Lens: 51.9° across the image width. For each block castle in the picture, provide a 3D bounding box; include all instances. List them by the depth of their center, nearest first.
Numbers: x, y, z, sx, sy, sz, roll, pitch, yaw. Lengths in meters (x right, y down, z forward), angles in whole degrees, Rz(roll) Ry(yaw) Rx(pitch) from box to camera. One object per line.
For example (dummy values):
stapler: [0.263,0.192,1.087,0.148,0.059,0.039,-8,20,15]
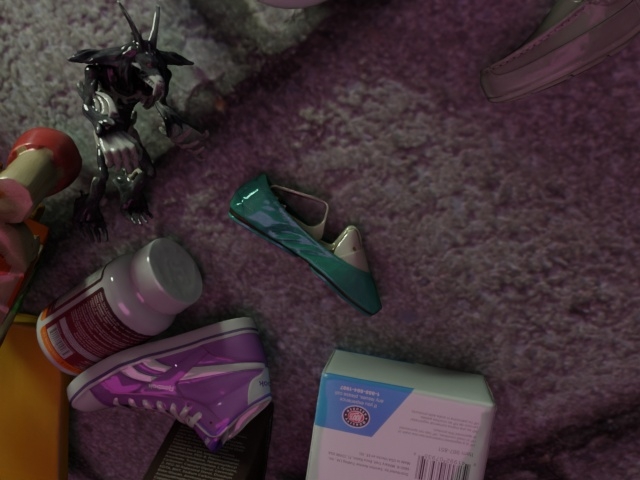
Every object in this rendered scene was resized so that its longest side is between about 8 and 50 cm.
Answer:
block castle: [-0.527,0.013,0.843,0.303,0.213,0.453,27,110,-16]

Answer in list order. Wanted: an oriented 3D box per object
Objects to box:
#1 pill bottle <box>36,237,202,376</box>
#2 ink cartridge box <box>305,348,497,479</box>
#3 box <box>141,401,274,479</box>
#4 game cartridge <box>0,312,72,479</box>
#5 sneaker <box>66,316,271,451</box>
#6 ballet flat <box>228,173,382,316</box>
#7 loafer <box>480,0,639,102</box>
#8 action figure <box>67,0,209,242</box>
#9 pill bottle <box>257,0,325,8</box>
pill bottle: [-0.278,0.093,0.917,0.221,0.121,0.121,-31,104,22]
ink cartridge box: [0.096,0.328,0.898,0.223,0.129,0.307,9,97,6]
box: [-0.176,0.393,0.885,0.143,0.381,0.191,10,116,4]
game cartridge: [-0.543,0.257,1.062,0.285,0.053,0.324,11,107,3]
sneaker: [-0.205,0.221,0.901,0.282,0.102,0.161,-19,69,3]
ballet flat: [0.000,0.000,0.846,0.247,0.083,0.087,36,101,-8]
loafer: [0.294,-0.256,0.661,0.319,0.112,0.111,-33,99,14]
action figure: [-0.217,-0.131,0.789,0.141,0.164,0.276,41,127,26]
pill bottle: [-0.016,-0.297,0.608,0.152,0.272,0.152,4,115,10]
